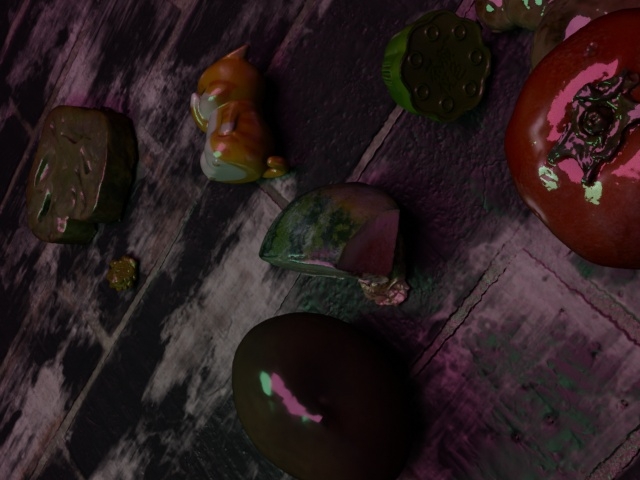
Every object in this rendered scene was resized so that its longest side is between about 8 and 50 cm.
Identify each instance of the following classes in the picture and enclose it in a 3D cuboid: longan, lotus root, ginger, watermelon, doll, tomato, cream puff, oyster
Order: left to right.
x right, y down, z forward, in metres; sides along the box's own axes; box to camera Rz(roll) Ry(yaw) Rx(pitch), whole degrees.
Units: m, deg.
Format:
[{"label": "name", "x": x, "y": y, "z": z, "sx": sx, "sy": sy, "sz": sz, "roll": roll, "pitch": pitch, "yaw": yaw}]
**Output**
[{"label": "lotus root", "x": -0.613, "y": -0.179, "z": 1.959, "sx": 0.390, "sy": 0.111, "sz": 0.375, "roll": -40, "pitch": 57, "yaw": 30}, {"label": "cream puff", "x": -0.469, "y": 0.079, "z": 1.844, "sx": 0.083, "sy": 0.083, "sz": 0.058, "roll": 59, "pitch": 164, "yaw": 15}, {"label": "doll", "x": -0.176, "y": -0.244, "z": 1.581, "sx": 0.166, "sy": 0.162, "sz": 0.270, "roll": 146, "pitch": 113, "yaw": -65}, {"label": "watermelon", "x": 0.000, "y": 0.000, "z": 1.393, "sx": 0.305, "sy": 0.224, "sz": 0.180, "roll": 0, "pitch": 120, "yaw": 59}, {"label": "longan", "x": 0.004, "y": 0.269, "z": 1.312, "sx": 0.350, "sy": 0.288, "sz": 0.288, "roll": 41, "pitch": 110, "yaw": 25}, {"label": "oyster", "x": 0.105, "y": 0.034, "z": 1.392, "sx": 0.108, "sy": 0.053, "sz": 0.166, "roll": 3, "pitch": 91, "yaw": 46}, {"label": "lotus root", "x": 0.171, "y": -0.295, "z": 1.325, "sx": 0.186, "sy": 0.186, "sz": 0.186, "roll": -5, "pitch": 82, "yaw": 38}, {"label": "ginger", "x": 0.369, "y": -0.360, "z": 1.177, "sx": 0.245, "sy": 0.155, "sz": 0.304, "roll": -55, "pitch": 48, "yaw": 28}, {"label": "tomato", "x": 0.419, "y": -0.127, "z": 1.008, "sx": 0.325, "sy": 0.289, "sz": 0.293, "roll": -53, "pitch": 55, "yaw": 23}]
